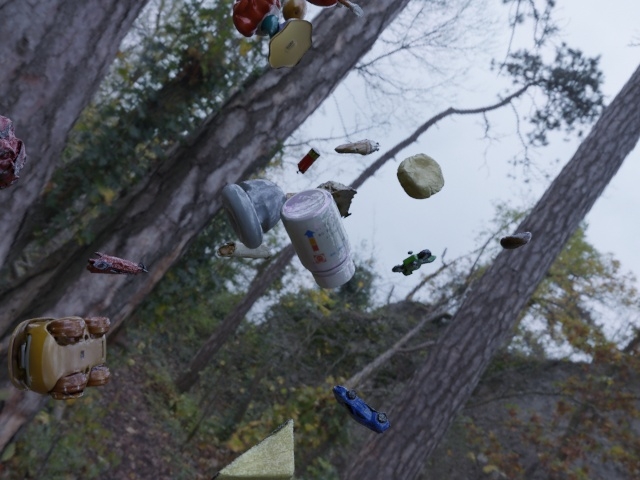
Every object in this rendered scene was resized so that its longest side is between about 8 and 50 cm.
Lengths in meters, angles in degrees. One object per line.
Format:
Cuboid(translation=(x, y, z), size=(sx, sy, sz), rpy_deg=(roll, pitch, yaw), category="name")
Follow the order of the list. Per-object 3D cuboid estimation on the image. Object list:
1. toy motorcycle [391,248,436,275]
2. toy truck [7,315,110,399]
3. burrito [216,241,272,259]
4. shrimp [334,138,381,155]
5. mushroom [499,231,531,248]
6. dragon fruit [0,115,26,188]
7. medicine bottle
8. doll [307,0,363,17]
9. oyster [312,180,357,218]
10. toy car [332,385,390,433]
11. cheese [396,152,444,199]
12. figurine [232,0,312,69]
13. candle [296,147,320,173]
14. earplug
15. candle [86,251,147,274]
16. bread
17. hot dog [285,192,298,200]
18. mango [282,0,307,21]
Cuboid(translation=(0.401, 0.100, 2.416), size=(0.106, 0.190, 0.074), rpy_deg=(35, 31, -50), category="toy motorcycle")
Cuboid(translation=(-0.691, 0.306, 1.511), size=(0.211, 0.205, 0.288), rpy_deg=(-2, -2, 10), category="toy truck")
Cuboid(translation=(-0.285, 0.040, 2.181), size=(0.225, 0.061, 0.086), rpy_deg=(6, -21, -43), category="burrito")
Cuboid(translation=(0.121, -0.295, 1.768), size=(0.115, 0.051, 0.217), rpy_deg=(13, 19, 29), category="shrimp")
Cuboid(translation=(0.726, 0.002, 2.083), size=(0.123, 0.123, 0.052), rpy_deg=(126, -51, -75), category="mushroom")
Cuboid(translation=(-0.867, -0.243, 1.435), size=(0.233, 0.293, 0.234), rpy_deg=(-2, -34, -2), category="dragon fruit")
Cuboid(translation=(0.000, 0.000, 1.710), size=(0.170, 0.170, 0.293), rpy_deg=(20, -38, 45), category="medicine bottle")
Cuboid(translation=(0.020, -0.782, 1.779), size=(0.217, 0.085, 0.183), rpy_deg=(26, 4, 28), category="doll")
Cuboid(translation=(0.003, -0.104, 2.068), size=(0.197, 0.133, 0.337), rpy_deg=(5, -36, -23), category="oyster")
Cuboid(translation=(0.124, 0.544, 1.796), size=(0.216, 0.063, 0.103), rpy_deg=(36, -26, 0), category="toy car")
Cuboid(translation=(0.486, -0.312, 2.699), size=(0.226, 0.213, 0.117), rpy_deg=(55, -22, 4), category="cheese")
Cuboid(translation=(-0.160, -0.656, 1.665), size=(0.257, 0.208, 0.181), rpy_deg=(48, -40, 26), category="figurine")
Cuboid(translation=(-0.058, -0.332, 2.380), size=(0.052, 0.131, 0.052), rpy_deg=(38, 18, -14), category="candle")
Cuboid(translation=(-0.214, -0.098, 1.780), size=(0.325, 0.174, 0.214), rpy_deg=(-61, 131, -72), category="earplug")
Cuboid(translation=(-0.805, 0.107, 2.244), size=(0.059, 0.085, 0.301), rpy_deg=(-2, -12, 28), category="candle")
Cuboid(translation=(-0.273, 0.772, 1.956), size=(0.404, 0.242, 0.346), rpy_deg=(18, -49, -33), category="bread")
Cuboid(translation=(-0.060, -0.144, 2.269), size=(0.104, 0.076, 0.250), rpy_deg=(52, 28, 19), category="hot dog")
Cuboid(translation=(-0.091, -0.824, 1.972), size=(0.084, 0.184, 0.102), rpy_deg=(20, -51, -22), category="mango")
